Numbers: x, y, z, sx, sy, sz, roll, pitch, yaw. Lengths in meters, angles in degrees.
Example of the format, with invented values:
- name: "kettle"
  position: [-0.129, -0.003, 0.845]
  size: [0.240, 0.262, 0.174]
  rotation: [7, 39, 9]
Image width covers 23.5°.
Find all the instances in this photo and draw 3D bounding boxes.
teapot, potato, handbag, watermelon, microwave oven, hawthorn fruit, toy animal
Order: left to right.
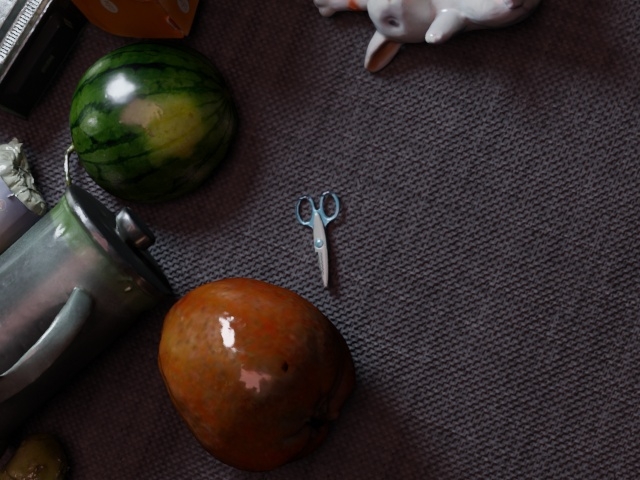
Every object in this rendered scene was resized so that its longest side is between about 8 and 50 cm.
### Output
- name: "handbag"
  position: [-0.423, -0.041, 1.942]
  size: [0.173, 0.095, 0.117]
  rotation: [-38, 78, 10]
- name: "microwave oven"
  position: [-0.398, -0.283, 1.952]
  size: [0.163, 0.129, 0.205]
  rotation: [32, 91, 18]
- name: "potato"
  position: [-0.371, 0.323, 1.880]
  size: [0.105, 0.085, 0.188]
  rotation: [27, 86, 39]
- name: "teapot"
  position: [-0.335, 0.098, 1.818]
  size: [0.337, 0.270, 0.200]
  rotation: [-42, 106, 4]
- name: "watermelon"
  position: [-0.225, -0.153, 1.888]
  size: [0.232, 0.127, 0.204]
  rotation: [-4, 77, 16]
- name: "hawthorn fruit"
  position: [-0.097, 0.143, 1.778]
  size: [0.262, 0.210, 0.210]
  rotation: [27, 89, 28]
- name: "toy animal"
  position: [0.121, -0.287, 1.810]
  size: [0.282, 0.138, 0.140]
  rotation: [-13, 83, 14]

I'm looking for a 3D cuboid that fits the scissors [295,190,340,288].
- name: "scissors"
  position: [0.000, 0.000, 1.863]
  size: [0.058, 0.014, 0.119]
  rotation: [-9, 76, 18]

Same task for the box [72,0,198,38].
- name: "box"
  position: [-0.211, -0.441, 1.857]
  size: [0.143, 0.225, 0.341]
  rotation: [12, 77, 17]
